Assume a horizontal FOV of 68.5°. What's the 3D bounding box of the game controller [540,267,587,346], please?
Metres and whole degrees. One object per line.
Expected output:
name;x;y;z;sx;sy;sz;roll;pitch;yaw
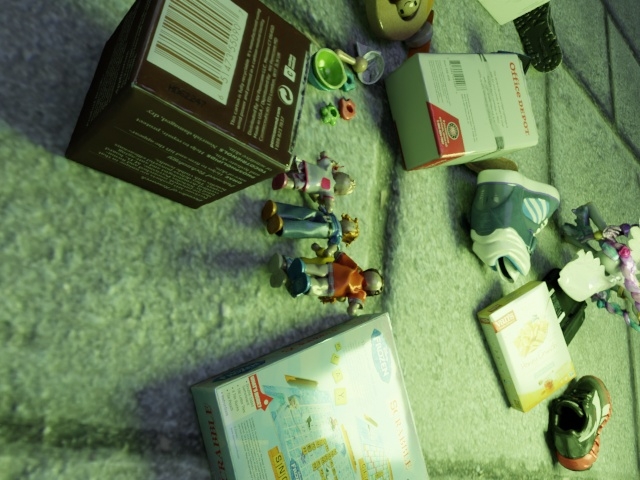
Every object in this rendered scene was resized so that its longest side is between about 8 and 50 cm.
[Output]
game controller;0.601;0.190;1.216;0.319;0.067;0.166;-26;84;-43

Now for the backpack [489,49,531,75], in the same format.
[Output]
backpack;0.461;-0.410;1.188;0.098;0.101;0.120;-8;118;-39

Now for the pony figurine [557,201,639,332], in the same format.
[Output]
pony figurine;0.771;0.056;1.225;0.351;0.303;0.363;48;22;-27

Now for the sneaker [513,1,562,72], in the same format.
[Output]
sneaker;0.660;-0.649;1.436;0.124;0.107;0.283;-30;105;-57

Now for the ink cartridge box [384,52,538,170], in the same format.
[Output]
ink cartridge box;0.286;-0.259;0.943;0.273;0.114;0.197;-12;89;-27

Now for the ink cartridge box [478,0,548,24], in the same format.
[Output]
ink cartridge box;0.488;-0.755;1.219;0.270;0.197;0.198;21;68;-37

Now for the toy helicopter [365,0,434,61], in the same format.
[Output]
toy helicopter;0.223;-0.508;0.962;0.355;0.140;0.235;-36;128;-29

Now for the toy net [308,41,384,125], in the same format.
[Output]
toy net;0.064;-0.293;0.840;0.232;0.045;0.122;-39;107;-40

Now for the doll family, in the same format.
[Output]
doll family;0.000;0.000;0.692;0.163;0.118;0.263;7;58;-34

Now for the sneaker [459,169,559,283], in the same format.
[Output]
sneaker;0.446;-0.018;1.082;0.323;0.130;0.236;10;84;-45

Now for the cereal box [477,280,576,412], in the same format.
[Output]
cereal box;0.460;0.231;1.042;0.173;0.047;0.240;-26;99;-20

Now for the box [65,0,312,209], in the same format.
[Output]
box;-0.143;-0.156;0.516;0.167;0.203;0.168;23;66;-37

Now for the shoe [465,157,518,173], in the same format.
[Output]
shoe;0.368;-0.188;1.087;0.219;0.058;0.076;23;84;-30

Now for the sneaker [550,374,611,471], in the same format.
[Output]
sneaker;0.645;0.422;1.166;0.276;0.098;0.135;-43;112;-37

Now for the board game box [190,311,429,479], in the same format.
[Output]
board game box;0.011;0.295;0.648;0.318;0.066;0.318;-12;89;-42
